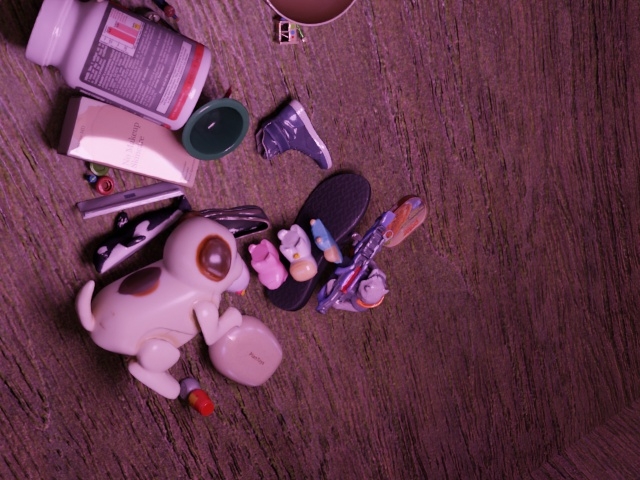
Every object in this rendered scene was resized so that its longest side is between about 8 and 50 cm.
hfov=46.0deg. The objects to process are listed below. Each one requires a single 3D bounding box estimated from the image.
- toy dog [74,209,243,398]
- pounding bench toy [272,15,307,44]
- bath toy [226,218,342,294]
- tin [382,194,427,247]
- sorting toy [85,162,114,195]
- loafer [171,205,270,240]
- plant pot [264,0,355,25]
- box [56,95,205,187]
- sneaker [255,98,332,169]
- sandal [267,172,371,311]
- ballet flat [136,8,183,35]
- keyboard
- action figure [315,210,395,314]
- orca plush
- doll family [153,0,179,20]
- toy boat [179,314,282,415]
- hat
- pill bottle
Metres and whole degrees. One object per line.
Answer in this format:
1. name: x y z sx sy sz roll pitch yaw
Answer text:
1. toy dog: -0.375 0.117 1.907 0.408 0.284 0.395 -46 122 3
2. pounding bench toy: -0.075 -0.539 1.924 0.083 0.052 0.065 -10 116 -24
3. bath toy: -0.121 0.067 2.071 0.348 0.151 0.129 -19 149 15
4. tin: 0.247 -0.059 2.320 0.190 0.040 0.106 -41 120 -6
5. sorting toy: -0.548 -0.160 1.857 0.061 0.042 0.102 -23 110 -35
6. loafer: -0.264 -0.034 2.030 0.267 0.084 0.096 -16 118 -21
7. plant pot: -0.057 -0.669 1.792 0.284 0.191 0.284 -12 117 -24
8. box: -0.452 -0.234 1.806 0.311 0.121 0.148 12 92 -32
9. sneaker: -0.077 -0.247 2.033 0.163 0.086 0.226 -40 123 -8
10. sandal: -0.003 0.000 2.165 0.446 0.167 0.107 -57 155 9
11. ballet flat: -0.352 -0.469 1.799 0.213 0.068 0.072 36 89 -35
12. keyboard: -0.476 -0.106 1.894 0.256 0.072 0.014 -16 125 -21
13. action figure: 0.133 0.080 2.137 0.178 0.330 0.341 36 97 -16
14. orca plush: -0.469 -0.039 1.914 0.287 0.151 0.102 -37 92 -6
15. doll family: -0.389 -0.574 1.706 0.193 0.111 0.076 27 97 -34
16. toy boat: -0.274 0.355 2.181 0.318 0.148 0.267 -47 130 -11
17. hat: -0.283 -0.310 1.813 0.173 0.183 0.208 -44 149 7
18. pill bottle: -0.445 -0.406 1.671 0.363 0.210 0.210 22 101 -21
